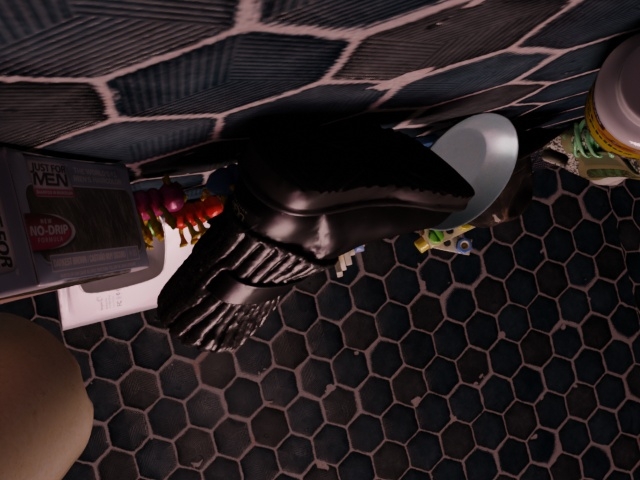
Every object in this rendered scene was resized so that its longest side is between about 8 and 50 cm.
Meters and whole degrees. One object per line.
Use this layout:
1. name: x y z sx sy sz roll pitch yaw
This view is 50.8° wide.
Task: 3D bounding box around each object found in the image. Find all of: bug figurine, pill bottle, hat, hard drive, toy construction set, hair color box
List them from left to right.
1. hair color box: -0.377 0.021 0.623 0.375 0.113 0.185 -14 180 12
2. hard drive: -0.294 0.035 1.168 0.319 0.040 0.210 -13 135 -26
3. bug figurine: -0.177 -0.042 0.876 0.216 0.072 0.279 -20 178 -31
4. toy construction set: 0.143 -0.041 1.382 0.328 0.214 0.151 -13 179 -14
5. hat: 0.298 -0.098 1.209 0.332 0.133 0.331 -18 -170 3
6. pill bottle: 0.337 -0.145 0.686 0.117 0.117 0.215 -14 179 18

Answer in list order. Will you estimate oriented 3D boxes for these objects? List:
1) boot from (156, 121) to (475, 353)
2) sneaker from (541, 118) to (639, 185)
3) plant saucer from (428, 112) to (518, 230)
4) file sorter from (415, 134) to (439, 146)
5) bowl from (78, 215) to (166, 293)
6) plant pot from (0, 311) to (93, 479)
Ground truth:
1. boot: -0.003 -0.003 0.789 0.348 0.131 0.260 -2 136 -40
2. sneaker: 0.544 -0.185 1.316 0.182 0.157 0.410 4 175 2
3. plant saucer: 0.203 -0.104 0.990 0.195 0.194 0.037 -13 -141 -27
4. file sorter: 0.094 -0.090 1.048 0.171 0.104 0.118 -13 178 -27
5. bowl: -0.316 0.008 1.049 0.142 0.142 0.053 -13 -138 -26
6. plant pot: -0.408 0.224 0.684 0.334 0.333 0.305 -14 -168 17
